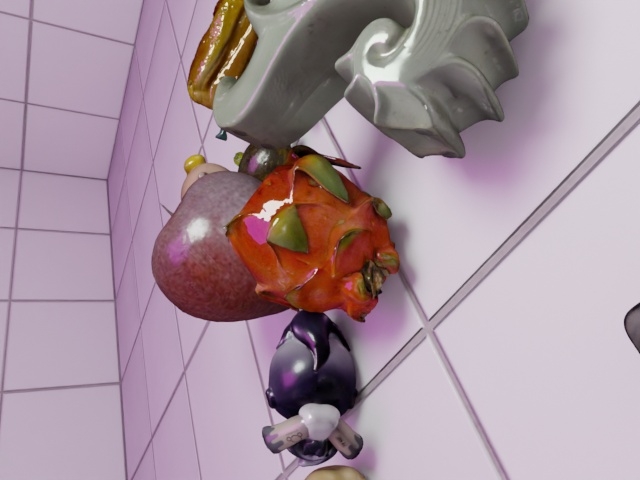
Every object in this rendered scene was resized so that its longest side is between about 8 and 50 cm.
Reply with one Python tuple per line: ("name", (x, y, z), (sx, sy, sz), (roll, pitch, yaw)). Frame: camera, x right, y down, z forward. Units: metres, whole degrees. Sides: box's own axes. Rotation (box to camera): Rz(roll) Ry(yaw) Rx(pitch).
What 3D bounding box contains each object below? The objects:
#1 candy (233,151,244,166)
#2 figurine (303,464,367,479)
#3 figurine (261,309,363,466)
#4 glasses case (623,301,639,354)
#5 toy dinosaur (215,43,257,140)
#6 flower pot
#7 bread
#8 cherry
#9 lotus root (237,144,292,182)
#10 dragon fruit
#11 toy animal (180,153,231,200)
("candy", (-0.169, -0.174, 1.179), (0.123, 0.035, 0.035), (43, 105, 44))
("figurine", (0.017, 0.418, 0.721), (0.114, 0.108, 0.196), (-99, 15, -72))
("figurine", (-0.016, 0.205, 0.751), (0.222, 0.145, 0.145), (-98, 28, -53))
("glasses case", (0.312, 0.148, 0.286), (0.114, 0.060, 0.299), (-56, 42, 41))
("toy dinosaur", (-0.110, -0.378, 1.051), (0.383, 0.129, 0.331), (-3, 75, 58))
("flower pot", (0.040, -0.234, 0.583), (0.367, 0.164, 0.254), (10, 86, 36))
("bread", (-0.164, -0.442, 0.977), (0.380, 0.109, 0.185), (-66, 20, 16))
("cherry", (-0.146, 0.019, 0.865), (0.261, 0.307, 0.221), (-63, 10, -25))
("lotus root", (-0.106, -0.132, 0.982), (0.120, 0.120, 0.210), (61, 140, 43))
("dragon fruit", (-0.004, -0.004, 0.699), (0.224, 0.227, 0.224), (25, -90, -89))
("toy animal", (-0.233, -0.092, 1.095), (0.248, 0.149, 0.165), (47, -128, -82))
